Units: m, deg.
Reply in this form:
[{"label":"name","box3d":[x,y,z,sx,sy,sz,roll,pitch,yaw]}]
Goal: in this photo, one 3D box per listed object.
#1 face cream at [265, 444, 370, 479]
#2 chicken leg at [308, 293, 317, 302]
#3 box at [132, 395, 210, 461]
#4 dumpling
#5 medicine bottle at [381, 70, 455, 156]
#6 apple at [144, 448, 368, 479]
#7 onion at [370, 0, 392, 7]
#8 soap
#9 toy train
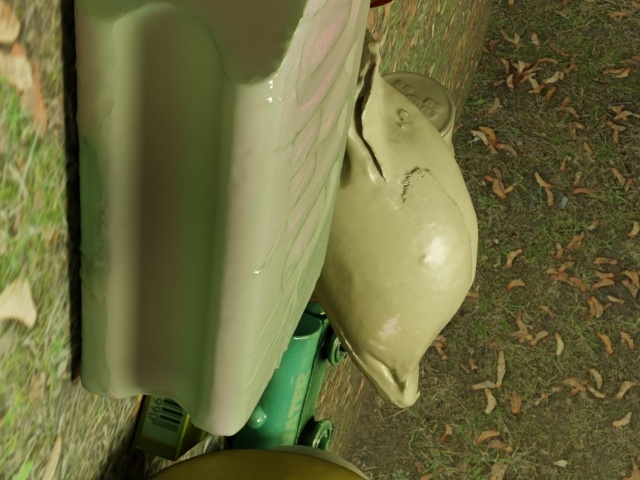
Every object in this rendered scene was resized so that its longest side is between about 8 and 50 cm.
[{"label":"face cream","box3d":[-0.041,0.340,1.199,0.179,0.218,0.218,-32,138,-76]},{"label":"chicken leg","box3d":[-0.001,0.003,1.307,0.207,0.085,0.101,-76,166,-75]},{"label":"box","box3d":[-0.072,0.014,0.965,0.173,0.043,0.311,-15,121,-79]},{"label":"dumpling","box3d":[0.061,-0.028,1.140,0.341,0.181,0.260,54,17,-24]},{"label":"medicine bottle","box3d":[0.102,-0.092,1.535,0.258,0.143,0.143,97,13,-55]},{"label":"apple","box3d":[-0.054,0.288,0.907,0.262,0.262,0.262,17,90,-82]},{"label":"onion","box3d":[0.030,-0.237,0.932,0.117,0.119,0.118,-49,154,-61]},{"label":"soap","box3d":[-0.051,-0.077,0.684,0.208,0.115,0.346,-64,167,-48]},{"label":"toy train","box3d":[-0.042,0.178,1.336,0.159,0.101,0.248,-28,134,-60]}]
